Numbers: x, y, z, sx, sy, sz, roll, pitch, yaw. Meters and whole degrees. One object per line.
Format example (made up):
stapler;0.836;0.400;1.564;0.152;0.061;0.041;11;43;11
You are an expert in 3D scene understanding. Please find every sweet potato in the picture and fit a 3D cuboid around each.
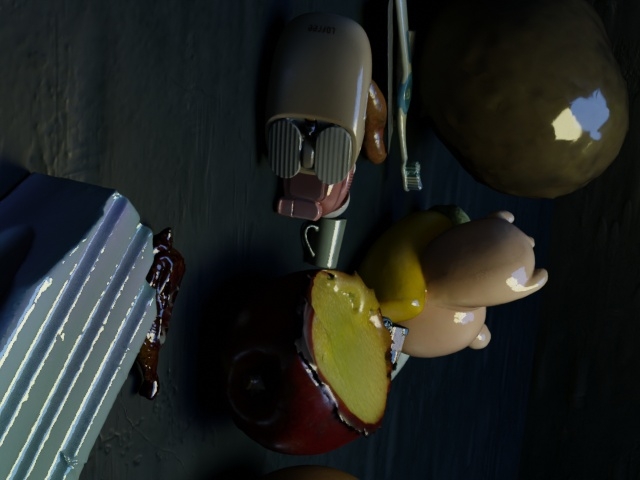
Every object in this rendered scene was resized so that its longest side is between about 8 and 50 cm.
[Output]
sweet potato;0.091;-0.207;1.747;0.058;0.055;0.202;-27;136;-16

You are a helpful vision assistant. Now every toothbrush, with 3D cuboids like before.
toothbrush;0.150;-0.277;1.844;0.040;0.040;0.386;-33;120;-59

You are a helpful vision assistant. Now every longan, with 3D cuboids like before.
longan;0.365;-0.293;1.905;0.404;0.403;0.436;72;14;-48

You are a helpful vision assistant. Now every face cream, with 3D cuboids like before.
face cream;0.156;-0.322;1.866;0.034;0.034;0.130;-32;128;-59

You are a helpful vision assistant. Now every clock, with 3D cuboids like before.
clock;0.008;-0.109;1.562;0.162;0.092;0.166;-22;120;-66

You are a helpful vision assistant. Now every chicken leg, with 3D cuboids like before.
chicken leg;-0.202;0.091;1.227;0.089;0.048;0.219;2;98;-63

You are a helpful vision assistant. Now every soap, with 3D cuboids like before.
soap;-0.284;0.115;0.971;0.208;0.115;0.347;64;43;-55

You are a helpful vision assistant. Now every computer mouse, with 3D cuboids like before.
computer mouse;-0.004;-0.200;1.422;0.082;0.145;0.237;-42;142;-77

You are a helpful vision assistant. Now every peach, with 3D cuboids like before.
peach;-0.027;0.173;1.480;0.361;0.201;0.258;-30;101;-67

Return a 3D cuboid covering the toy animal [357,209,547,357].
toy animal;0.237;0.088;1.904;0.278;0.345;0.247;-100;173;-58

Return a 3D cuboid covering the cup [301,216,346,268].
cup;0.005;0.001;1.648;0.075;0.054;0.083;-10;111;-66

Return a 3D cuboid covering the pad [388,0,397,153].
pad;0.126;-0.299;1.777;0.160;0.009;0.265;-75;165;-61

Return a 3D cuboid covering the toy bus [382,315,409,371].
toy bus;0.053;0.167;1.698;0.182;0.091;0.103;14;89;-38

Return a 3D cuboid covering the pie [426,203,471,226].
pie;0.267;0.036;2.079;0.054;0.240;0.241;-8;113;-22

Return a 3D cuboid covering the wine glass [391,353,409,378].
wine glass;0.168;0.208;2.090;0.262;0.074;0.074;-49;143;-46

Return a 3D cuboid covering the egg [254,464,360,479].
egg;-0.024;0.484;1.484;0.374;0.300;0.301;-23;121;-62
